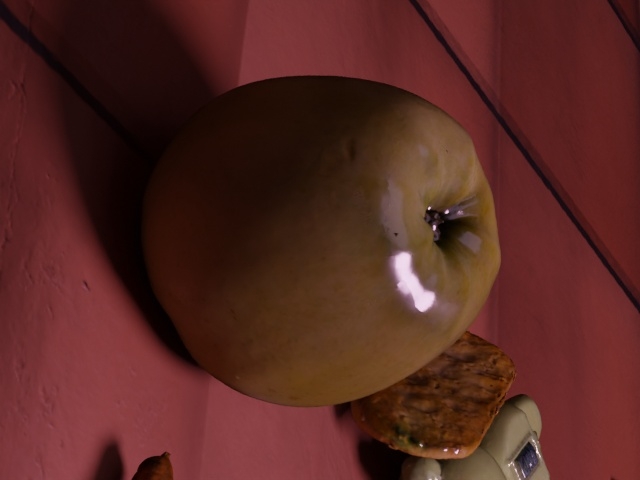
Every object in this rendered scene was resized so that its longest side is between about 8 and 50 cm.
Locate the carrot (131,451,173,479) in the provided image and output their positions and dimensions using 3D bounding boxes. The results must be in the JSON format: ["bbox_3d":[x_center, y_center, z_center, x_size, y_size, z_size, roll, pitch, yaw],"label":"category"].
[{"bbox_3d":[-0.130,0.232,1.125,0.059,0.059,0.248,54,29,-35],"label":"carrot"}]

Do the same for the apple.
[{"bbox_3d":[0.000,0.000,1.312,0.262,0.262,0.262,40,43,-49],"label":"apple"}]

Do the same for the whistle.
[{"bbox_3d":[0.143,0.213,1.609,0.131,0.106,0.288,67,28,-9],"label":"whistle"}]

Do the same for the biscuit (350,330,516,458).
[{"bbox_3d":[0.105,0.133,1.588,0.247,0.118,0.029,-44,158,-63],"label":"biscuit"}]
